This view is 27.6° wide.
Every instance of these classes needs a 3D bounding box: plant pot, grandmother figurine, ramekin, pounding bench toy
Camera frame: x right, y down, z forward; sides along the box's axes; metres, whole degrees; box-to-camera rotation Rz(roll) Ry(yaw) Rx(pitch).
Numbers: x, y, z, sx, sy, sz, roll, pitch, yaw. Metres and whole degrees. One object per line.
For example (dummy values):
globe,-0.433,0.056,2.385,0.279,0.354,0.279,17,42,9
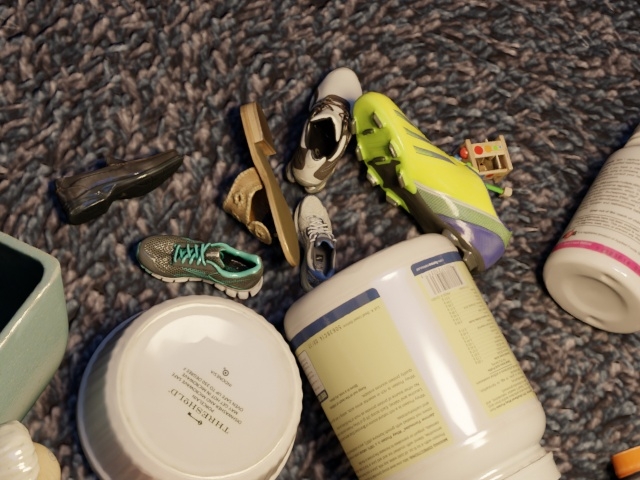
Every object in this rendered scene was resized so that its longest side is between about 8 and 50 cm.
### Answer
plant pot,-0.416,0.129,1.388,0.247,0.252,0.247,25,63,16
grandmother figurine,-0.247,0.311,1.377,0.104,0.207,0.342,-53,128,-24
ramekin,-0.144,0.187,1.536,0.272,0.127,0.273,6,68,-16
pounding bench toy,0.224,-0.095,1.800,0.065,0.052,0.083,-9,74,-20

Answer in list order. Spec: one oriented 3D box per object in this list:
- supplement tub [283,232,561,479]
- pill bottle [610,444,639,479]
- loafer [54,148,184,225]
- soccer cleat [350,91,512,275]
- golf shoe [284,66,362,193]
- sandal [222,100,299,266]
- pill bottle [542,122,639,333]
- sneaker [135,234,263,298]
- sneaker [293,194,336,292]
supplement tub,0.123,0.181,1.563,0.235,0.235,0.325,-23,79,-24
pill bottle,0.450,0.377,1.653,0.130,0.130,0.246,-12,75,-21
loafer,-0.253,-0.083,1.641,0.170,0.062,0.061,-26,75,-25
soccer cleat,0.148,-0.085,1.734,0.121,0.093,0.289,-42,101,-29
golf shoe,0.018,-0.159,1.736,0.077,0.094,0.198,21,64,-6
sandal,-0.091,-0.062,1.690,0.079,0.088,0.240,-18,66,9
pill bottle,0.434,-0.027,1.781,0.160,0.160,0.283,36,64,-2
sneaker,-0.145,0.021,1.626,0.166,0.076,0.065,12,66,-13
sneaker,0.000,0.000,1.690,0.052,0.058,0.135,-2,70,-18
